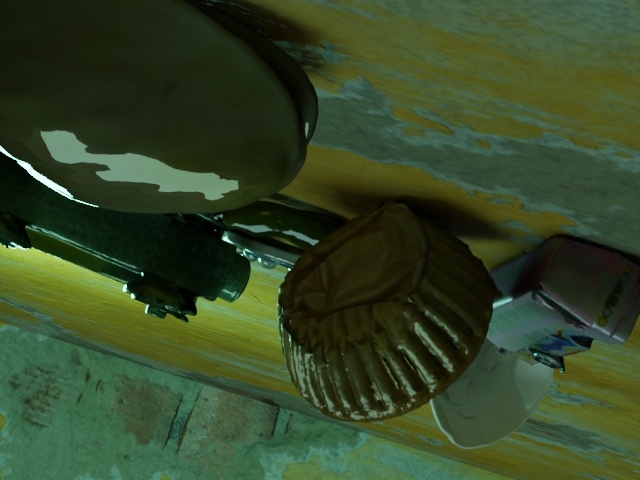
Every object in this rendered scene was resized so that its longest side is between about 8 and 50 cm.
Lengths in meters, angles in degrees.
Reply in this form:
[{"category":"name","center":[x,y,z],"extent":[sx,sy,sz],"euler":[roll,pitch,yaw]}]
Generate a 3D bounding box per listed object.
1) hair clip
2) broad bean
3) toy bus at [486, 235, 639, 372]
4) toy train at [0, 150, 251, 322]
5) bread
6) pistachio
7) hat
[{"category":"hair clip","center":[-0.036,0.017,1.835],"extent":[0.220,0.054,0.140],"euler":[18,175,16]},{"category":"broad bean","center":[0.001,-0.002,1.671],"extent":[0.254,0.046,0.065],"euler":[18,141,-14]},{"category":"toy bus","center":[0.244,0.068,1.547],"extent":[0.112,0.090,0.274],"euler":[28,165,-5]},{"category":"toy train","center":[-0.279,-0.029,1.739],"extent":[0.397,0.160,0.253],"euler":[24,173,-23]},{"category":"bread","center":[0.056,0.074,1.519],"extent":[0.240,0.240,0.139],"euler":[8,154,40]},{"category":"pistachio","center":[-0.144,-0.119,1.166],"extent":[0.288,0.197,0.166],"euler":[7,-149,-1]},{"category":"hat","center":[0.184,0.149,1.846],"extent":[0.203,0.203,0.126],"euler":[29,-178,-40]}]
